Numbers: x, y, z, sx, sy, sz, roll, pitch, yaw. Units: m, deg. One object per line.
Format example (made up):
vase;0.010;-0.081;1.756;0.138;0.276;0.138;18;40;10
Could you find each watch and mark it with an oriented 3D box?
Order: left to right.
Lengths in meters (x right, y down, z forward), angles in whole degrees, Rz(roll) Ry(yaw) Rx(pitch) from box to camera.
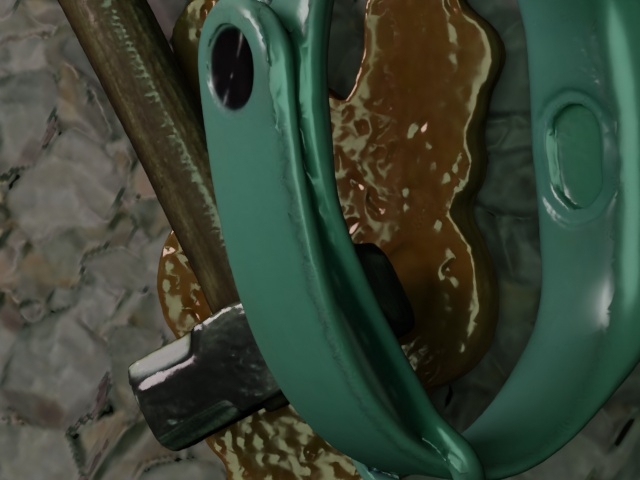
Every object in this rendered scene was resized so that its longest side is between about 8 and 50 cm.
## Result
watch;0.052;-0.023;0.648;0.068;0.195;0.237;2;97;52

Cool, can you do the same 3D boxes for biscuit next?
biscuit;0.003;0.001;0.737;0.144;0.040;0.236;6;96;21

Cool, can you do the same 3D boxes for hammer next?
hammer;-0.092;-0.097;0.731;0.111;0.043;0.365;-30;81;18
